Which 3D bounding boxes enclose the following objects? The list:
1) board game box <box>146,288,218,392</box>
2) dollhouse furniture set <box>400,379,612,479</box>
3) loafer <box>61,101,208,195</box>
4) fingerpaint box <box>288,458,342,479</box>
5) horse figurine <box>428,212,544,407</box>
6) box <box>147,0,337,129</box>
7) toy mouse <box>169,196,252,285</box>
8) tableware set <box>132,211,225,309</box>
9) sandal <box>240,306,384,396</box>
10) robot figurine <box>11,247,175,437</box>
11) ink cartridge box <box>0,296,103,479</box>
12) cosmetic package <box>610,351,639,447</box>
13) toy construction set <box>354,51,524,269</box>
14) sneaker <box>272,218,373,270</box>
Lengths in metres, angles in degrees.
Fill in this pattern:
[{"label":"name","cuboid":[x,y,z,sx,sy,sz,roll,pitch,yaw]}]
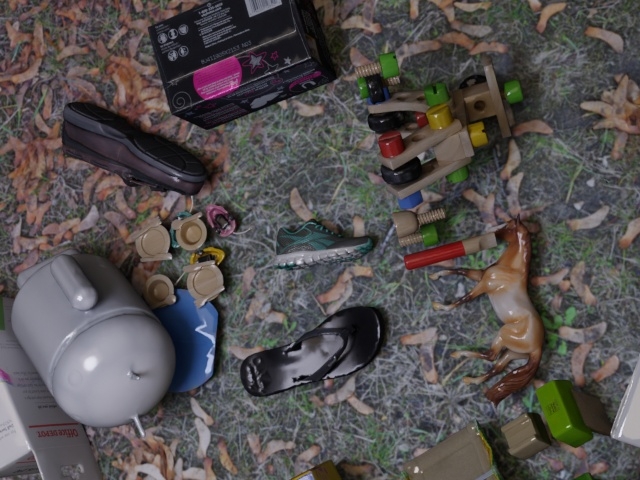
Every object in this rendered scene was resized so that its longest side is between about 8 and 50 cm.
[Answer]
[{"label":"board game box","cuboid":[-0.227,0.165,1.945,0.133,0.033,0.168,3,85,19]},{"label":"dollhouse furniture set","cuboid":[0.296,0.361,1.734,0.301,0.151,0.197,-38,52,29]},{"label":"loafer","cuboid":[-0.316,-0.136,1.982,0.302,0.109,0.095,29,113,25]},{"label":"fingerpaint box","cuboid":[-0.052,0.609,1.745,0.371,0.163,0.444,-30,81,8]},{"label":"horse figurine","cuboid":[0.265,0.112,1.767,0.174,0.066,0.263,-22,73,19]},{"label":"box","cuboid":[-0.124,-0.302,1.901,0.247,0.142,0.163,-20,77,15]},{"label":"toy mouse","cuboid":[-0.191,-0.019,1.952,0.161,0.031,0.143,-24,78,15]},{"label":"tableware set","cuboid":[-0.235,0.035,1.932,0.141,0.020,0.168,-17,79,17]},{"label":"sandal","cuboid":[-0.012,0.183,1.859,0.254,0.054,0.097,-27,77,14]},{"label":"robot figurine","cuboid":[-0.359,0.156,1.868,0.200,0.300,0.353,-30,47,-17]},{"label":"ink cartridge box","cuboid":[-0.506,0.272,1.936,0.119,0.207,0.353,-29,76,11]},{"label":"cosmetic package","cuboid":[0.603,0.252,1.562,0.385,0.217,0.156,19,90,22]},{"label":"toy construction set","cuboid":[0.202,-0.134,1.745,0.237,0.257,0.308,-14,93,4]},{"label":"sneaker","cuboid":[0.000,0.000,1.872,0.166,0.065,0.076,-8,78,16]}]
